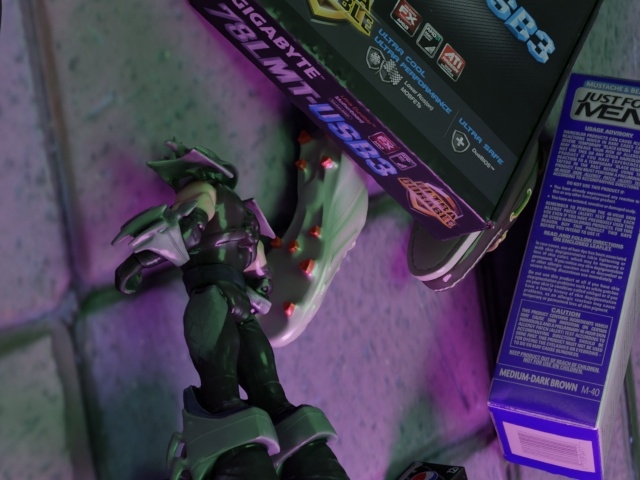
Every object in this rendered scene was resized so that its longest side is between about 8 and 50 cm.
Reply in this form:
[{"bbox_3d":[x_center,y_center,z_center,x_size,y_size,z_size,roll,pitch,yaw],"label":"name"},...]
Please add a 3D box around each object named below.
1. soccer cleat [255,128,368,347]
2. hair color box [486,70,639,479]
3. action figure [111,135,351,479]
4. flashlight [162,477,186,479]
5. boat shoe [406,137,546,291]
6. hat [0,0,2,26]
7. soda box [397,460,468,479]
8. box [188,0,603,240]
[{"bbox_3d":[0.000,0.000,1.126,0.076,0.068,0.196,43,55,-45],"label":"soccer cleat"},{"bbox_3d":[0.249,0.035,1.350,0.185,0.110,0.339,65,41,-63],"label":"hair color box"},{"bbox_3d":[-0.070,0.051,0.978,0.185,0.099,0.285,31,40,-56],"label":"action figure"},{"bbox_3d":[-0.146,0.198,0.904,0.304,0.103,0.103,0,117,-60],"label":"flashlight"},{"bbox_3d":[0.148,-0.033,1.291,0.069,0.081,0.228,54,48,-30],"label":"boat shoe"},{"bbox_3d":[-0.261,-0.135,0.756,0.331,0.134,0.331,1,89,-51],"label":"hat"},{"bbox_3d":[0.111,0.282,1.266,0.060,0.053,0.169,-35,117,-46],"label":"soda box"},{"bbox_3d":[0.078,-0.203,1.153,0.295,0.073,0.293,42,59,-21],"label":"box"}]
